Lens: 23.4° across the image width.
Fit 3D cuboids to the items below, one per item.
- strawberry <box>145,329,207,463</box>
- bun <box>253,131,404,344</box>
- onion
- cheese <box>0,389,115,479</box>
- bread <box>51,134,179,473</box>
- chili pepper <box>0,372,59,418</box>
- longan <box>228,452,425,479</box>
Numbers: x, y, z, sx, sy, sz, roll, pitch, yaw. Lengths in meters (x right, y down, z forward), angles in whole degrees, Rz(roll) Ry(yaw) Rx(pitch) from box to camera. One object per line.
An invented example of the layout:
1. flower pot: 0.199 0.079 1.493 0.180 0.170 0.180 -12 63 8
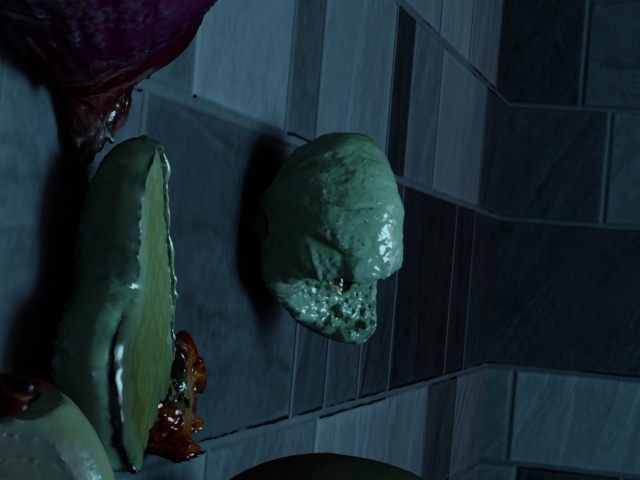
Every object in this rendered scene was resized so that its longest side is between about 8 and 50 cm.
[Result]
1. strawberry: -0.118 0.124 1.219 0.152 0.048 0.104 91 -1 -80
2. bun: 0.000 0.000 1.469 0.204 0.126 0.212 -113 -157 -61
3. onion: -0.104 -0.199 0.950 0.267 0.159 0.348 -66 156 -44
4. cheese: -0.141 0.139 0.740 0.286 0.082 0.163 8 77 -32
5. bread: -0.137 0.047 1.058 0.172 0.064 0.232 76 18 -71
6. chili pepper: -0.181 0.146 0.896 0.144 0.136 0.252 53 -2 9
7. longan: 0.014 0.347 1.208 0.361 0.361 0.361 5 90 -76
